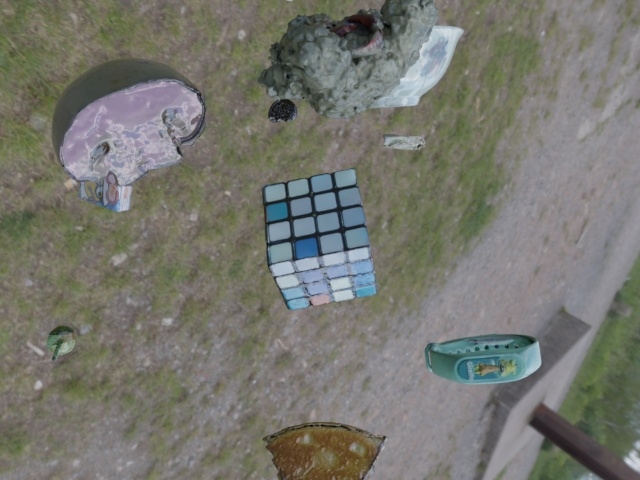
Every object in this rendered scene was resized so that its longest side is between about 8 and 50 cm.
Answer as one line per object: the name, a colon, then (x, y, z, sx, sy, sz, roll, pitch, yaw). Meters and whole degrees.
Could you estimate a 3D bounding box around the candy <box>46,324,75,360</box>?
candy: (-0.527, 0.214, 1.059, 0.061, 0.202, 0.061, 0, 91, -22)

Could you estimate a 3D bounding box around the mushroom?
mushroom: (-0.243, -0.160, 0.658, 0.188, 0.117, 0.141, -24, 159, -16)

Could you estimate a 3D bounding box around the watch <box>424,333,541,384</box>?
watch: (0.342, 0.245, 1.116, 0.195, 0.236, 0.068, -19, 99, -80)

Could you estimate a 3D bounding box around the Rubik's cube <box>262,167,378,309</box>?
Rubik's cube: (0.000, 0.000, 0.837, 0.154, 0.155, 0.151, -11, 145, 3)

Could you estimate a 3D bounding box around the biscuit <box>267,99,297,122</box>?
biscuit: (-0.111, -0.372, 1.533, 0.089, 0.087, 0.027, -42, 158, 12)

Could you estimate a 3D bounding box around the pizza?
pizza: (-0.005, 0.192, 0.453, 0.100, 0.099, 0.029, -51, 150, -33)

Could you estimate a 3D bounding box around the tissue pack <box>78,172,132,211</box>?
tissue pack: (-0.632, -0.161, 1.546, 0.065, 0.155, 0.116, -28, 134, -64)

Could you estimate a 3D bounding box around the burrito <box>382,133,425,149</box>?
burrito: (0.219, -0.267, 1.426, 0.149, 0.055, 0.041, -2, 98, -28)

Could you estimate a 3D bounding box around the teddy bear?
teddy bear: (0.009, -0.402, 1.102, 0.357, 0.367, 0.225, -34, 135, -23)

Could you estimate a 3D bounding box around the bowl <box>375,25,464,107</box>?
bowl: (0.187, -0.481, 1.500, 0.434, 0.434, 0.196, -18, 111, -42)
